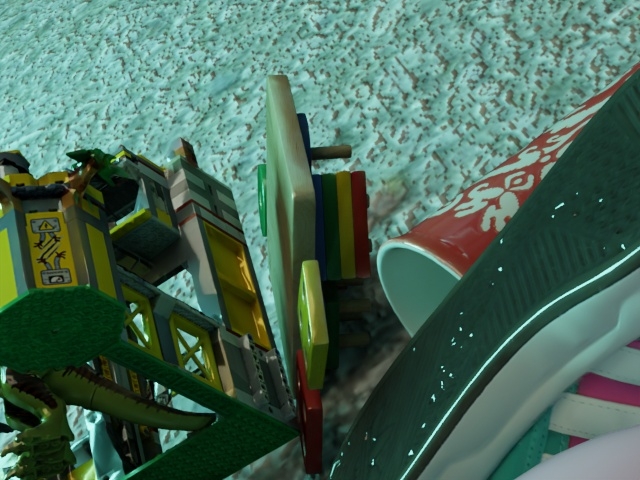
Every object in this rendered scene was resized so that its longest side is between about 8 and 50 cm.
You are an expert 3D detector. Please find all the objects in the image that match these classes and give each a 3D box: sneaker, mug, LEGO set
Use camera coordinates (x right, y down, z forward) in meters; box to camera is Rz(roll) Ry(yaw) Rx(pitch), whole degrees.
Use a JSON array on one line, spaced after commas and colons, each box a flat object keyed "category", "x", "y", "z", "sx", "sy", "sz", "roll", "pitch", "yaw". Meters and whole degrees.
[{"category": "sneaker", "x": 0.144, "y": 0.056, "z": 0.530, "sx": 0.295, "sy": 0.178, "sz": 0.124, "roll": -52, "pitch": 16, "yaw": 34}, {"category": "mug", "x": 0.116, "y": -0.009, "z": 0.741, "sx": 0.169, "sy": 0.113, "sz": 0.150, "roll": -39, "pitch": 30, "yaw": -17}, {"category": "LEGO set", "x": -0.180, "y": 0.045, "z": 0.787, "sx": 0.331, "sy": 0.255, "sz": 0.192, "roll": -38, "pitch": 50, "yaw": 26}]

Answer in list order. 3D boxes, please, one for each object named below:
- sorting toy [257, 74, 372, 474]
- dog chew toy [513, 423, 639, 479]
[{"category": "sorting toy", "x": 0.000, "y": 0.000, "z": 0.840, "sx": 0.046, "sy": 0.132, "sz": 0.274, "roll": -4, "pitch": 34, "yaw": -6}, {"category": "dog chew toy", "x": 0.146, "y": 0.179, "z": 0.331, "sx": 0.206, "sy": 0.206, "sz": 0.332, "roll": -39, "pitch": 39, "yaw": -10}]
